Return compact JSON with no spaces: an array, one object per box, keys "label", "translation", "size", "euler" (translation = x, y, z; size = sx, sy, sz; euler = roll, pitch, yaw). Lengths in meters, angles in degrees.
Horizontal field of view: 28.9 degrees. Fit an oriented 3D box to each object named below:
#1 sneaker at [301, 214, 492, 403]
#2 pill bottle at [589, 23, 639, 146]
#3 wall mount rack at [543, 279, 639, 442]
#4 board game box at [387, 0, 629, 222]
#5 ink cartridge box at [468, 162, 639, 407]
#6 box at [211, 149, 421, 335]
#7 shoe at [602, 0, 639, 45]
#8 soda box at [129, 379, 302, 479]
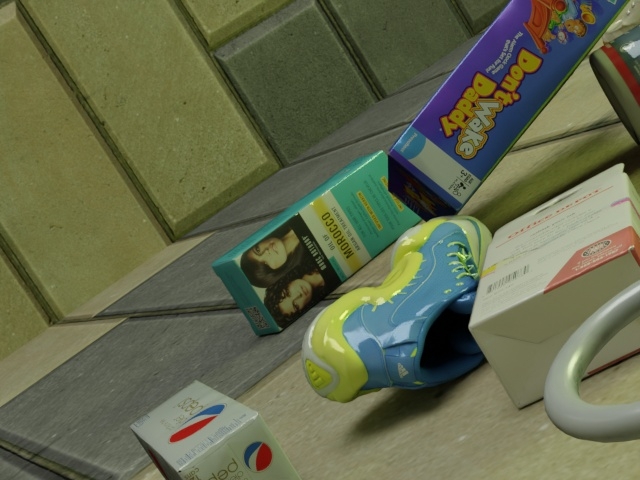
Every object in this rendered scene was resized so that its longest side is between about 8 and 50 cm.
[{"label":"sneaker","translation":[0.097,0.053,0.946],"size":[0.126,0.091,0.240],"euler":[1,29,40]},{"label":"pill bottle","translation":[0.351,-0.172,1.145],"size":[0.180,0.108,0.108],"euler":[-31,9,10]},{"label":"wall mount rack","translation":[0.266,0.004,0.461],"size":[0.350,0.130,0.304],"euler":[-28,13,23]},{"label":"board game box","translation":[0.165,-0.128,1.185],"size":[0.233,0.078,0.347],"euler":[-51,-4,0]},{"label":"ink cartridge box","translation":[0.172,0.022,0.837],"size":[0.115,0.067,0.198],"euler":[-29,11,20]},{"label":"box","translation":[0.000,0.000,1.439],"size":[0.244,0.100,0.060],"euler":[-38,11,-28]},{"label":"shoe","translation":[0.483,-0.335,1.726],"size":[0.219,0.058,0.076],"euler":[-26,11,36]},{"label":"soda box","translation":[-0.080,0.162,0.925],"size":[0.069,0.074,0.216],"euler":[-35,9,-14]}]
